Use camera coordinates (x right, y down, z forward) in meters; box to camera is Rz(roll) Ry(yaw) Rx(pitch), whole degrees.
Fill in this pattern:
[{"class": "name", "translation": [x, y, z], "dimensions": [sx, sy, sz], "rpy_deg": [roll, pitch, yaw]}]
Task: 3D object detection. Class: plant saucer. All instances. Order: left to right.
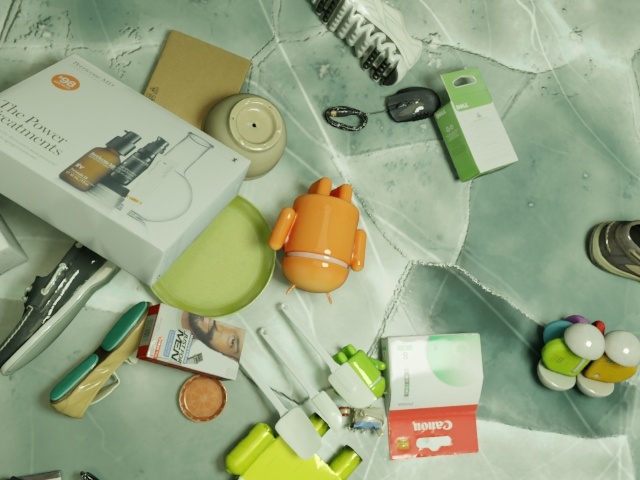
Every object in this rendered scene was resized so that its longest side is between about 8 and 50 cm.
[{"class": "plant saucer", "translation": [-0.207, 0.278, 1.181], "dimensions": [0.083, 0.013, 0.083], "rpy_deg": [2, 81, -10]}, {"class": "plant saucer", "translation": [-0.202, 0.024, 1.215], "dimensions": [0.241, 0.037, 0.241], "rpy_deg": [2, 79, -10]}]

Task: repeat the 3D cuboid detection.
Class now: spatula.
[{"class": "spatula", "translation": [-0.042, 0.240, 1.175], "dimensions": [0.168, 0.019, 0.242], "rpy_deg": [-40, 73, -5]}]

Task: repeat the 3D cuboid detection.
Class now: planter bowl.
[{"class": "planter bowl", "translation": [-0.130, -0.198, 1.218], "dimensions": [0.162, 0.109, 0.162], "rpy_deg": [2, 84, -20]}]

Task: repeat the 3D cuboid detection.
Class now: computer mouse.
[{"class": "computer mouse", "translation": [0.128, -0.263, 1.326], "dimensions": [0.242, 0.041, 0.071], "rpy_deg": [-13, 84, -12]}]

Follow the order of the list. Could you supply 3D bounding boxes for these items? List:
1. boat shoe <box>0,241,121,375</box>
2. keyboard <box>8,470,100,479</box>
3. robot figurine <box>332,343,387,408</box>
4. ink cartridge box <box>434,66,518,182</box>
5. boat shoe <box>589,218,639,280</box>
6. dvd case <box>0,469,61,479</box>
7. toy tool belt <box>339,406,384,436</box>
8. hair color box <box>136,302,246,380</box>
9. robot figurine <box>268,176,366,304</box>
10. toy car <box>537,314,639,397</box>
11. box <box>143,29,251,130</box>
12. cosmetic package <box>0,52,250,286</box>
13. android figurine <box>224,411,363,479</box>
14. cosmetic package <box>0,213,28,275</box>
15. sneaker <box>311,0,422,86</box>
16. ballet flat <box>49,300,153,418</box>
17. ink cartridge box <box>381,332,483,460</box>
[{"class": "boat shoe", "translation": [-0.442, 0.089, 1.127], "dimensions": [0.091, 0.114, 0.302], "rpy_deg": [41, 64, -2]}, {"class": "keyboard", "translation": [-0.381, 0.487, 1.090], "dimensions": [0.317, 0.033, 0.201], "rpy_deg": [36, 72, -8]}, {"class": "robot figurine", "translation": [0.071, 0.245, 1.210], "dimensions": [0.101, 0.067, 0.115], "rpy_deg": [-36, 85, -28]}, {"class": "ink cartridge box", "translation": [0.298, -0.231, 1.329], "dimensions": [0.109, 0.062, 0.209], "rpy_deg": [-19, 85, -29]}, {"class": "boat shoe", "translation": [0.722, 0.045, 1.336], "dimensions": [0.355, 0.130, 0.132], "rpy_deg": [13, 78, -8]}, {"class": "dvd case", "translation": [-0.500, 0.500, 1.084], "dimensions": [0.164, 0.018, 0.221], "rpy_deg": [-6, 82, -12]}, {"class": "toy tool belt", "translation": [0.075, 0.327, 1.207], "dimensions": [0.083, 0.052, 0.051], "rpy_deg": [4, 71, -9]}, {"class": "hair color box", "translation": [-0.218, 0.176, 1.141], "dimensions": [0.167, 0.053, 0.093], "rpy_deg": [23, 67, -32]}, {"class": "robot figurine", "translation": [-0.002, 0.000, 1.212], "dimensions": [0.128, 0.158, 0.219], "rpy_deg": [3, 76, 31]}, {"class": "toy car", "translation": [0.504, 0.205, 1.275], "dimensions": [0.182, 0.159, 0.136], "rpy_deg": [11, 44, -8]}, {"class": "box", "translation": [-0.241, -0.283, 1.270], "dimensions": [0.164, 0.021, 0.201], "rpy_deg": [21, 77, -7]}, {"class": "cosmetic package", "translation": [-0.346, -0.131, 1.099], "dimensions": [0.377, 0.097, 0.284], "rpy_deg": [31, 40, 2]}, {"class": "android figurine", "translation": [-0.059, 0.441, 1.161], "dimensions": [0.273, 0.056, 0.248], "rpy_deg": [-43, 90, -16]}, {"class": "cosmetic package", "translation": [-0.605, -0.015, 1.087], "dimensions": [0.151, 0.151, 0.184], "rpy_deg": [-32, 88, -15]}, {"class": "sneaker", "translation": [0.087, -0.448, 1.326], "dimensions": [0.118, 0.110, 0.292], "rpy_deg": [-43, 98, -22]}, {"class": "ballet flat", "translation": [-0.358, 0.206, 1.147], "dimensions": [0.232, 0.080, 0.073], "rpy_deg": [-46, 119, -12]}, {"class": "ink cartridge box", "translation": [0.211, 0.287, 1.239], "dimensions": [0.181, 0.056, 0.225], "rpy_deg": [-1, 79, -11]}]
